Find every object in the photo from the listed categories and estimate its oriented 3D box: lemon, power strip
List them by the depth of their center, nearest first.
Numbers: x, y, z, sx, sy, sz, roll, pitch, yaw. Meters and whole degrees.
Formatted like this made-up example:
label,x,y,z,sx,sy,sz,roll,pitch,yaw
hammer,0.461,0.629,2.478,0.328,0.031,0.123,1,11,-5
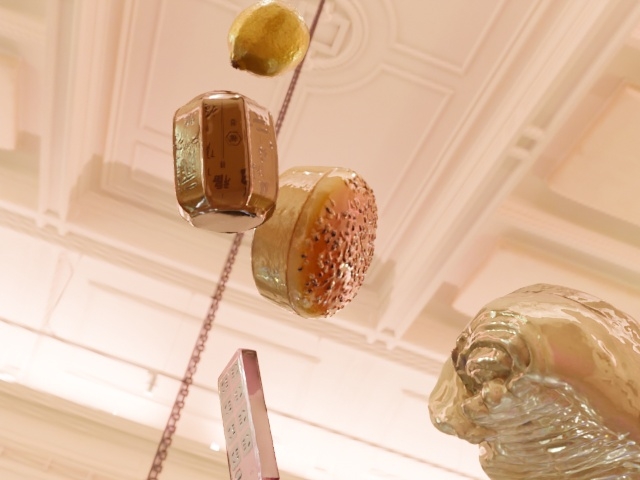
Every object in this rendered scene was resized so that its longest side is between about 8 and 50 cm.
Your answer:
label,x,y,z,sx,sy,sz,roll,pitch,yaw
lemon,-0.076,-0.288,1.120,0.109,0.133,0.109,45,-11,12
power strip,-0.125,0.313,1.309,0.037,0.279,0.109,13,-49,-28

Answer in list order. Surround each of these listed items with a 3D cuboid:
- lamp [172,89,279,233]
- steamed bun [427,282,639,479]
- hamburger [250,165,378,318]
label,x,y,z,sx,sy,sz,roll,pitch,yaw
lamp,-0.137,-0.110,1.121,0.161,0.185,0.161,-3,-19,-1
steamed bun,0.335,0.202,1.091,0.352,0.247,0.339,31,-39,-9
hamburger,0.000,0.000,1.414,0.176,0.300,0.300,16,-38,20
